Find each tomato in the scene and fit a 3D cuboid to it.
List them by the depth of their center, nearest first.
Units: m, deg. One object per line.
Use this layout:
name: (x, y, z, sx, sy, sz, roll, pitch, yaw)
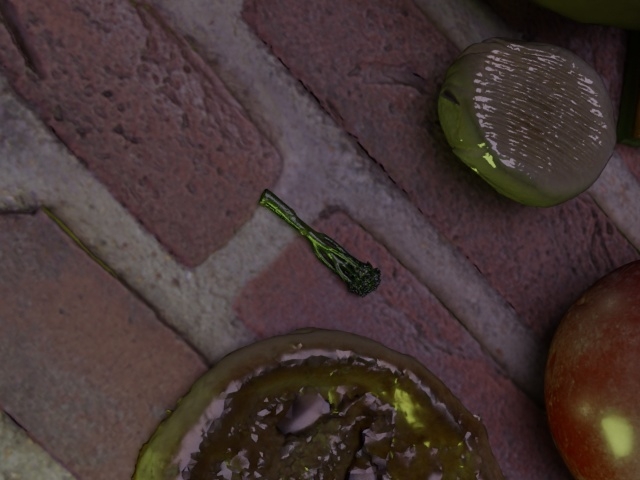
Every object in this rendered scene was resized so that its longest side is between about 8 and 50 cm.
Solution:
tomato: (0.342, 0.138, 1.025, 0.270, 0.227, 0.270, 3, 79, -18)

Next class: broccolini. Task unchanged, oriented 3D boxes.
broccolini: (0.000, 0.000, 1.046, 0.140, 0.035, 0.030, 41, 70, -6)

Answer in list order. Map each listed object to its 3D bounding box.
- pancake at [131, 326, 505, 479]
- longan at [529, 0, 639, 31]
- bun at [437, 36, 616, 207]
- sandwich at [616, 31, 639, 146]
pancake: (0.008, 0.249, 0.996, 0.356, 0.065, 0.356, 2, 80, -12)
longan: (0.286, -0.383, 1.010, 0.391, 0.391, 0.391, 2, 81, -16)
bun: (0.187, -0.111, 1.076, 0.166, 0.113, 0.173, -40, 93, -25)
sandwich: (0.376, -0.182, 1.166, 0.245, 0.063, 0.212, 46, 74, -4)
